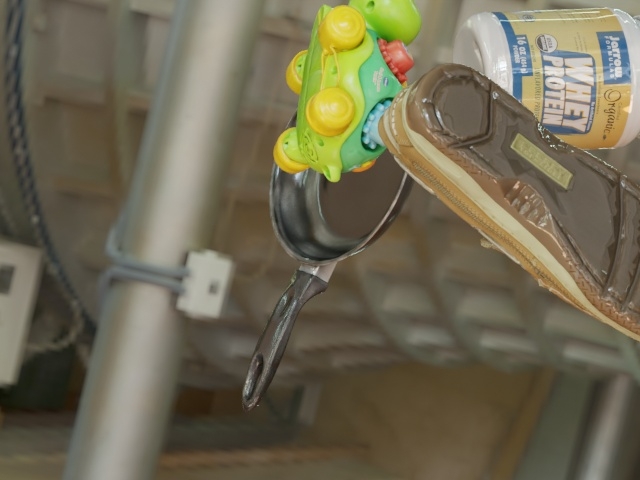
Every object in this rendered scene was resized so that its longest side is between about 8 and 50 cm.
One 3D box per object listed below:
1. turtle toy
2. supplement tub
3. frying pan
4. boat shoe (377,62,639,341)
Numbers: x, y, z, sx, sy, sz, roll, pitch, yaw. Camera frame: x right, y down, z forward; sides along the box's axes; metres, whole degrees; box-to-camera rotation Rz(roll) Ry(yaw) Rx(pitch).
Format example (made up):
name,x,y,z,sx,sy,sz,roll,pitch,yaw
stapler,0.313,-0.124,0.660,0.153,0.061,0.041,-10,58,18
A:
name,x,y,z,sx,sy,sz,roll,pitch,yaw
turtle toy,0.021,-0.093,0.951,0.066,0.130,0.095,13,-18,-13
supplement tub,0.244,-0.160,1.682,0.200,0.144,0.144,-4,7,-11
frying pan,0.020,-0.008,1.540,0.053,0.326,0.197,19,-23,-38
boat shoe,0.109,-0.013,0.843,0.190,0.068,0.072,43,-29,-9
